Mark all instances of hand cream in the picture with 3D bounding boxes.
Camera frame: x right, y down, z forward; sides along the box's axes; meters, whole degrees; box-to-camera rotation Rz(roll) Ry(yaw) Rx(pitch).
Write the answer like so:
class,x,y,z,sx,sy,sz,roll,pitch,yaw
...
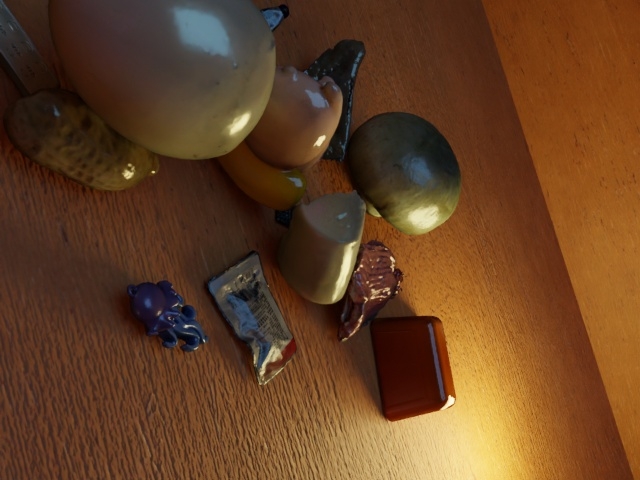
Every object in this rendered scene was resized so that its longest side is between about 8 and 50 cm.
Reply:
class,x,y,z,sx,sy,sz,roll,pitch,yaw
hand cream,-0.133,-0.543,1.460,0.163,0.039,0.062,-49,116,-42

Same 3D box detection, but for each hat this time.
class,x,y,z,sx,sy,sz,roll,pitch,yaw
hat,0.122,0.107,1.433,0.286,0.107,0.236,-11,119,-60

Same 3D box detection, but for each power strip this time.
class,x,y,z,sx,sy,sz,roll,pitch,yaw
power strip,-0.489,-0.308,0.925,0.252,0.027,0.060,58,40,-16

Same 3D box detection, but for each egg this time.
class,x,y,z,sx,sy,sz,roll,pitch,yaw
egg,-0.226,-0.274,0.873,0.345,0.283,0.282,26,56,-41

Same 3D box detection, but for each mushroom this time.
class,x,y,z,sx,sy,sz,roll,pitch,yaw
mushroom,0.217,-0.177,1.559,0.352,0.260,0.352,27,50,-38

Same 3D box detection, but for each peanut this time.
class,x,y,z,sx,sy,sz,roll,pitch,yaw
peanut,-0.367,-0.156,0.939,0.253,0.122,0.137,33,44,-42

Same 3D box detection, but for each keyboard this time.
class,x,y,z,sx,sy,sz,roll,pitch,yaw
keyboard,-0.030,-0.040,1.393,0.204,0.013,0.061,25,56,-43

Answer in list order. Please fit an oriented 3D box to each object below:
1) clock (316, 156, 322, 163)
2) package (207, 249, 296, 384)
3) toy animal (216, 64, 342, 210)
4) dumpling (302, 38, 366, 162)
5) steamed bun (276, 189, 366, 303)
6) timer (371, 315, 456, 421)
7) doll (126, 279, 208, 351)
class,x,y,z,sx,sy,sz,roll,pitch,yaw
clock,-0.044,-0.254,1.407,0.110,0.050,0.152,15,69,-32
package,-0.126,0.153,1.182,0.154,0.030,0.239,-38,105,-52
toy animal,-0.085,-0.258,1.186,0.278,0.345,0.247,35,53,7
dumpling,0.012,-0.363,1.518,0.086,0.166,0.331,97,5,-80
steamed bun,0.000,0.000,1.256,0.171,0.225,0.200,19,35,4
timer,0.263,0.321,1.538,0.250,0.161,0.257,20,59,-63
doll,-0.258,0.132,1.005,0.206,0.067,0.109,50,27,-42
